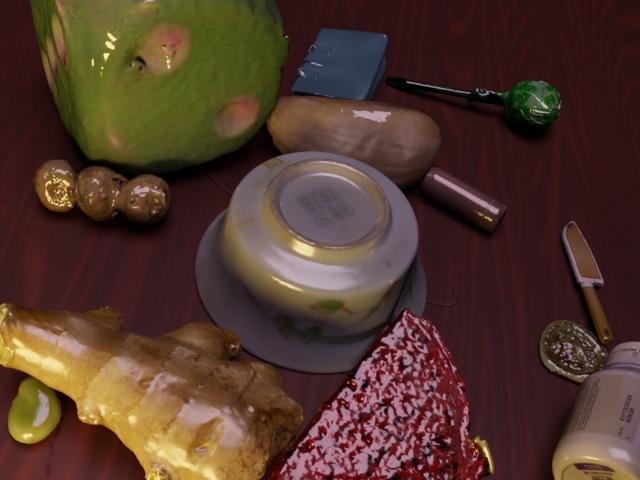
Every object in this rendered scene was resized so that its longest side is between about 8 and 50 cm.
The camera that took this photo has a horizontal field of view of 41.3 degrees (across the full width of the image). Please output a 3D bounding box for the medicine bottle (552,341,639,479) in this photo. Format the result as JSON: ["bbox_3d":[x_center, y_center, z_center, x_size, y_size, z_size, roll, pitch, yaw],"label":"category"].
[{"bbox_3d":[0.392,0.237,1.098,0.135,0.135,0.215,27,50,12],"label":"medicine bottle"}]

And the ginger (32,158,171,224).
[{"bbox_3d":[-0.322,-0.071,1.253,0.204,0.080,0.104,7,16,-7],"label":"ginger"}]

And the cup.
[{"bbox_3d":[0.000,0.000,1.204,0.347,0.163,0.347,6,50,-7],"label":"cup"}]

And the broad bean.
[{"bbox_3d":[-0.346,0.206,1.033,0.063,0.045,0.083,-1,56,-3],"label":"broad bean"}]

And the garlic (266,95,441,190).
[{"bbox_3d":[0.029,-0.168,1.394,0.338,0.151,0.196,9,16,2],"label":"garlic"}]

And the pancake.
[{"bbox_3d":[0.369,0.162,1.238,0.108,0.017,0.108,4,52,-5],"label":"pancake"}]

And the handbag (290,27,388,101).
[{"bbox_3d":[0.037,-0.311,1.552,0.144,0.057,0.221,16,48,8],"label":"handbag"}]

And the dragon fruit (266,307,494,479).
[{"bbox_3d":[0.074,0.270,1.006,0.205,0.152,0.317,39,64,9],"label":"dragon fruit"}]

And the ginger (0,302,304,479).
[{"bbox_3d":[-0.197,0.149,1.028,0.375,0.166,0.236,41,57,2],"label":"ginger"}]

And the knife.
[{"bbox_3d":[0.420,0.062,1.330,0.046,0.022,0.256,6,45,-10],"label":"knife"}]

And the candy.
[{"bbox_3d":[0.278,-0.269,1.560,0.323,0.097,0.097,12,48,8],"label":"candy"}]

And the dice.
[{"bbox_3d":[-0.257,-0.320,1.305,0.318,0.330,0.322,-17,52,-23],"label":"dice"}]

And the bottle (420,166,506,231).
[{"bbox_3d":[0.232,-0.067,1.381,0.140,0.053,0.053,31,51,15],"label":"bottle"}]
